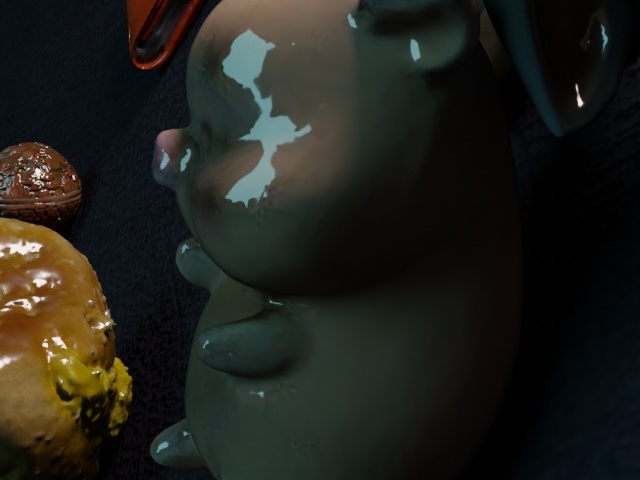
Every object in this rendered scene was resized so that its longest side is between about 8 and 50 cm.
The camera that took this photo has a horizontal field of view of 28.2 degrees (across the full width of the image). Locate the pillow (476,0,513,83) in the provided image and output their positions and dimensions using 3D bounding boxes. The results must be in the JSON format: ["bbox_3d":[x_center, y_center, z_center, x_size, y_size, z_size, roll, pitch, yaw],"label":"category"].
[{"bbox_3d":[0.066,-0.159,0.684,0.214,0.086,0.233,-34,38,59],"label":"pillow"}]

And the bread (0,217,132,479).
[{"bbox_3d":[-0.230,0.123,0.912,0.195,0.176,0.246,-79,12,-49],"label":"bread"}]

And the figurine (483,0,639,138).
[{"bbox_3d":[0.087,-0.178,0.458,0.140,0.265,0.193,-28,23,21],"label":"figurine"}]

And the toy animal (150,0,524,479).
[{"bbox_3d":[0.010,0.002,0.535,0.166,0.154,0.250,-143,51,-58],"label":"toy animal"}]

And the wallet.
[{"bbox_3d":[-0.148,-0.267,1.239,0.142,0.045,0.204,-55,27,23],"label":"wallet"}]

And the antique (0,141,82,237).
[{"bbox_3d":[-0.284,-0.048,1.249,0.104,0.104,0.104,-44,33,38],"label":"antique"}]
